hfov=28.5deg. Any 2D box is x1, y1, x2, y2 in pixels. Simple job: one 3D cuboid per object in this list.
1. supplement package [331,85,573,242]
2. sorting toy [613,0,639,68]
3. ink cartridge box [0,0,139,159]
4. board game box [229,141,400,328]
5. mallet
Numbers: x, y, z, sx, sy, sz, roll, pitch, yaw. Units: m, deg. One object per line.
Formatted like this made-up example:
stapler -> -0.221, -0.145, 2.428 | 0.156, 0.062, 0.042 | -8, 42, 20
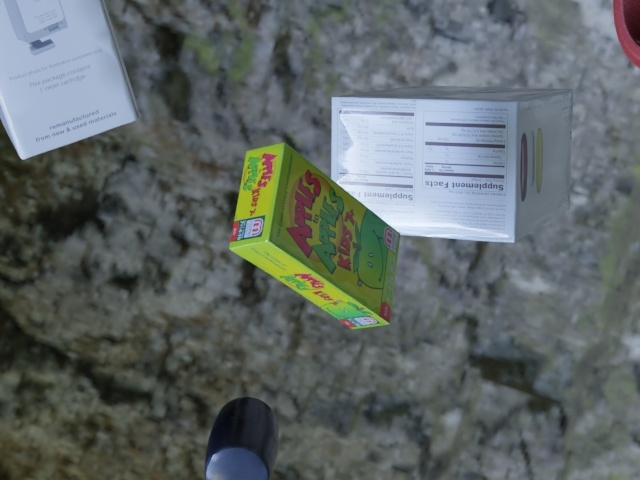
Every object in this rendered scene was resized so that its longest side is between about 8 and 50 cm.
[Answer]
supplement package -> 0.153, -0.093, 1.391 | 0.262, 0.204, 0.145 | -22, -65, -65
sorting toy -> 0.116, -0.050, 0.322 | 0.061, 0.042, 0.102 | 112, 148, -45
ink cartridge box -> -0.275, -0.246, 1.127 | 0.207, 0.117, 0.283 | -133, 26, -58
board game box -> 0.000, 0.000, 1.087 | 0.181, 0.043, 0.092 | 36, -126, -45
mallet -> -0.018, 0.183, 0.713 | 0.062, 0.039, 0.190 | -67, -43, -76
